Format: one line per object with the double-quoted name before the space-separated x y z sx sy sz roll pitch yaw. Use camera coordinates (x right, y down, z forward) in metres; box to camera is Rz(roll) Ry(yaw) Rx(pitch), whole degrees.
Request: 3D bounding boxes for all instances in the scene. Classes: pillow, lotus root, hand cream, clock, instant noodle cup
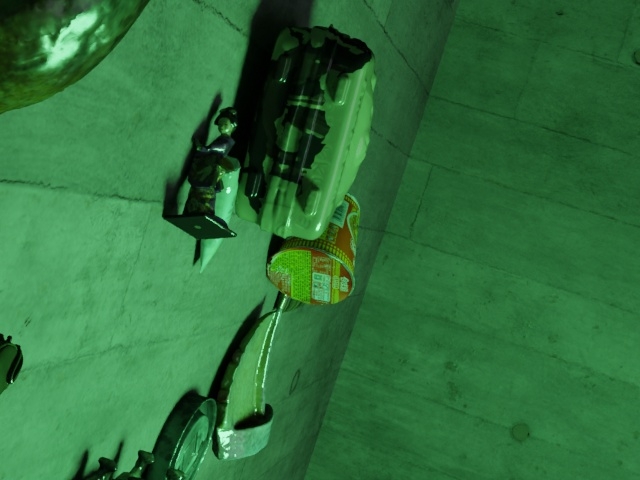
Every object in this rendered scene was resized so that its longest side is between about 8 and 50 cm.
"pillow" -0.056 0.114 2.312 0.203 0.038 0.113 -14 122 -75
"lotus root" -0.206 -0.243 0.879 0.210 0.142 0.314 67 45 -74
"hand cream" -0.166 -0.043 1.578 0.078 0.050 0.205 -62 170 -51
"clock" -0.257 0.388 1.820 0.215 0.042 0.215 19 90 -78
"instant noodle cup" 0.000 0.000 2.111 0.193 0.193 0.212 94 9 -49

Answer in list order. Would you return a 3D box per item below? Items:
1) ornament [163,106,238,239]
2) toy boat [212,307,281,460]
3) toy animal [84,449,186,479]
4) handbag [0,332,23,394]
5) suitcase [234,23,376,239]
"ornament" -0.165 -0.109 1.450 0.081 0.088 0.203 26 68 -54
"toy boat" -0.163 0.320 2.042 0.276 0.111 0.293 -45 139 -63
"toy animal" -0.324 0.406 1.415 0.168 0.106 0.343 -67 163 15
"handbag" -0.350 0.142 1.027 0.111 0.047 0.072 -58 157 -46
"suitcase" -0.009 -0.192 1.677 0.339 0.194 0.351 -63 170 -77
